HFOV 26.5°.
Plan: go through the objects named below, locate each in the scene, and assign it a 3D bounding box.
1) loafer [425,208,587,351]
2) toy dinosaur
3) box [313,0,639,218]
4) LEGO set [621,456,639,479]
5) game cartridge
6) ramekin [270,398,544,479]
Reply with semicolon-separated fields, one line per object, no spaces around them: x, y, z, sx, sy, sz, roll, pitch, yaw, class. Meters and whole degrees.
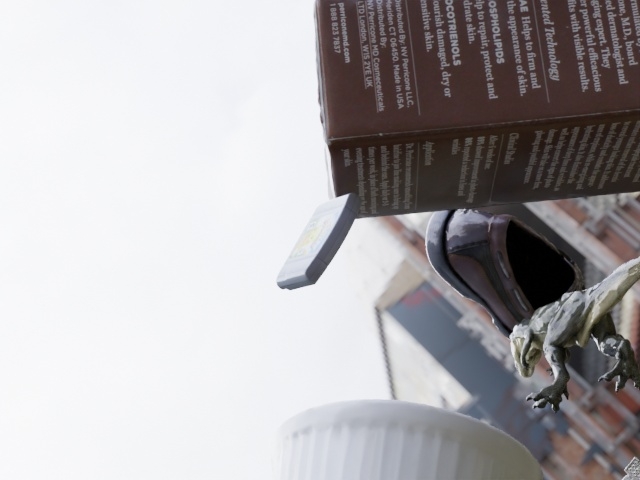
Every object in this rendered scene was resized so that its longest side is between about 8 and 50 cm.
0.233;0.048;1.484;0.302;0.095;0.109;32;-117;-43;loafer
0.238;0.086;1.218;0.064;0.118;0.268;22;-36;-21;toy dinosaur
0.189;-0.123;1.123;0.381;0.143;0.191;-4;-18;1;box
0.490;0.392;1.792;0.244;0.182;0.060;17;-52;-21;LEGO set
0.000;0.000;1.051;0.017;0.056;0.083;40;-117;-22;game cartridge
0.076;0.280;1.336;0.277;0.277;0.135;76;-159;-52;ramekin
